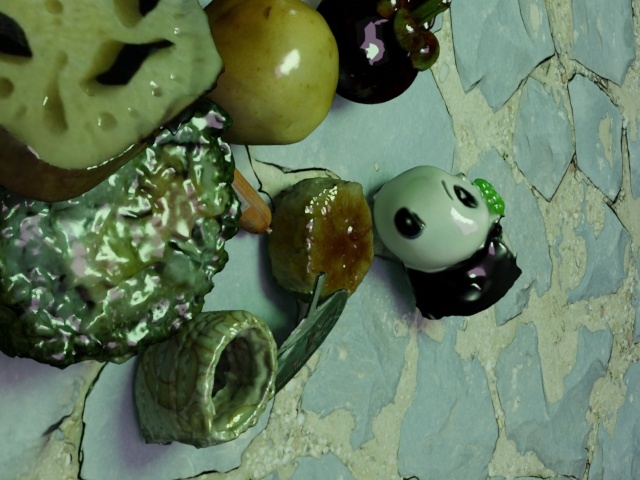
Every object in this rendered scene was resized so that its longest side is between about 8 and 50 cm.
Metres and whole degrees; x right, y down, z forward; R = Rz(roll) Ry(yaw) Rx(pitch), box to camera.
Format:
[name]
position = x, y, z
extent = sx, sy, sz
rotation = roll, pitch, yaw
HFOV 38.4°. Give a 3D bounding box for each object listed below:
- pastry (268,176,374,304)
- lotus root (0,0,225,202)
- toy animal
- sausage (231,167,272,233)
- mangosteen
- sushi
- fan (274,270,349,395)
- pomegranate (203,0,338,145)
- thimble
[pastry]
position = 0.000, 0.000, 1.392
extent = 0.182, 0.093, 0.193
rotation = -15, 106, -48
[lotus root]
position = -0.281, -0.210, 0.915
extent = 0.390, 0.111, 0.375
rotation = 10, 52, -37
[toy animal]
position = 0.215, -0.014, 1.548
extent = 0.213, 0.212, 0.267
rotation = -57, 133, -32
[sausage]
position = -0.168, -0.123, 1.245
extent = 0.348, 0.053, 0.053
rotation = 51, 54, -33
[mangosteen]
position = 0.095, -0.313, 1.410
extent = 0.194, 0.230, 0.194
rotation = 22, 63, -52
[sushi]
position = -0.258, -0.011, 1.055
extent = 0.352, 0.178, 0.294
rotation = -21, 105, -45
[fan]
position = -0.009, 0.122, 1.305
extent = 0.223, 0.012, 0.294
rotation = -29, 153, -56
[pomegranate]
position = -0.082, -0.233, 1.228
extent = 0.233, 0.233, 0.233
rotation = 3, 86, -47
[thimble]
position = -0.151, 0.180, 1.185
extent = 0.137, 0.143, 0.191
rotation = 47, 57, -36
